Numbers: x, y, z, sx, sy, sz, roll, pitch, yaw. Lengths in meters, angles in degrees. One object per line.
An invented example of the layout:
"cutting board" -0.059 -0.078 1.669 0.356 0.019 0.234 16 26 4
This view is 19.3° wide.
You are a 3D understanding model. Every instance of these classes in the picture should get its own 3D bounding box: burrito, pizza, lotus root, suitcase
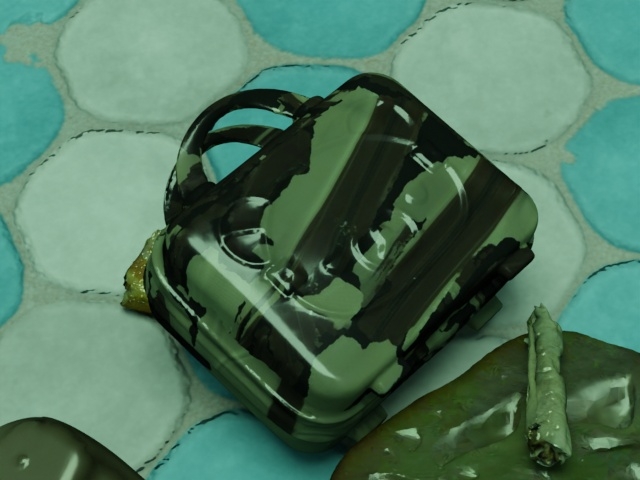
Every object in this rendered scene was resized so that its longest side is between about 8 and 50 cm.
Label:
"burrito" 0.209 0.131 1.736 0.041 0.045 0.185 2 45 3
"pizza" -0.132 0.033 1.955 0.160 0.035 0.099 -8 55 -4
"lotus root" 0.194 0.251 1.718 0.375 0.111 0.390 0 47 11
"suitcase" 0.000 0.000 1.863 0.339 0.194 0.351 42 60 12

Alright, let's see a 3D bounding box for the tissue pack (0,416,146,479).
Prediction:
"tissue pack" -0.184 0.358 1.590 0.267 0.277 0.387 -40 60 -15
